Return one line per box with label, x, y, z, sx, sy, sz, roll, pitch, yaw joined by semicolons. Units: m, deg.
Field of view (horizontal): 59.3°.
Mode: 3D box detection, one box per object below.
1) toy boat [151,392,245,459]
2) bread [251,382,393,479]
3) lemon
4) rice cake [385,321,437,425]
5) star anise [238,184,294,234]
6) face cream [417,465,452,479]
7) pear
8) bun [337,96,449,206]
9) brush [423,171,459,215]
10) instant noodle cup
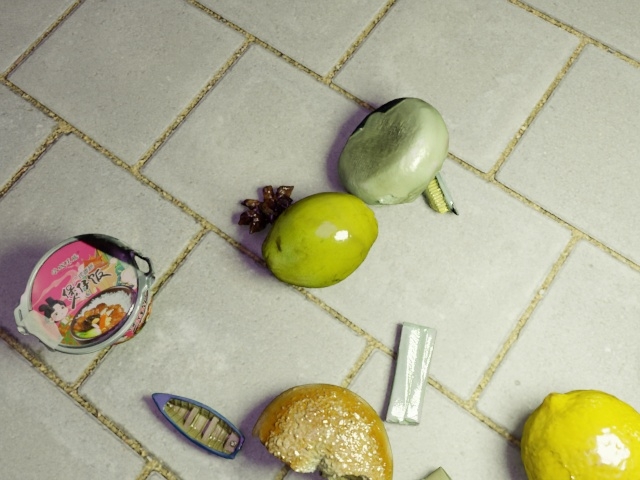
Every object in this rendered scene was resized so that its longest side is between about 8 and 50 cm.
toy boat;-0.269;0.396;1.229;0.228;0.046;0.080;26;76;11
bread;0.032;0.402;1.147;0.314;0.171;0.192;32;80;12
lemon;0.529;0.428;1.074;0.253;0.253;0.310;-37;80;-9
rice cake;0.200;0.295;1.239;0.080;0.042;0.222;13;72;2
star anise;-0.127;-0.078;1.354;0.167;0.057;0.168;-21;33;15
face cream;0.184;0.563;1.148;0.224;0.070;0.114;-39;74;0
pear;0.000;0.000;1.260;0.269;0.212;0.213;-29;73;-5
bun;0.187;-0.190;1.319;0.283;0.179;0.283;-29;44;33
brush;0.263;-0.183;1.387;0.060;0.068;0.297;-23;67;18
instant noodle cup;-0.489;0.132;1.254;0.302;0.182;0.259;-11;72;0
